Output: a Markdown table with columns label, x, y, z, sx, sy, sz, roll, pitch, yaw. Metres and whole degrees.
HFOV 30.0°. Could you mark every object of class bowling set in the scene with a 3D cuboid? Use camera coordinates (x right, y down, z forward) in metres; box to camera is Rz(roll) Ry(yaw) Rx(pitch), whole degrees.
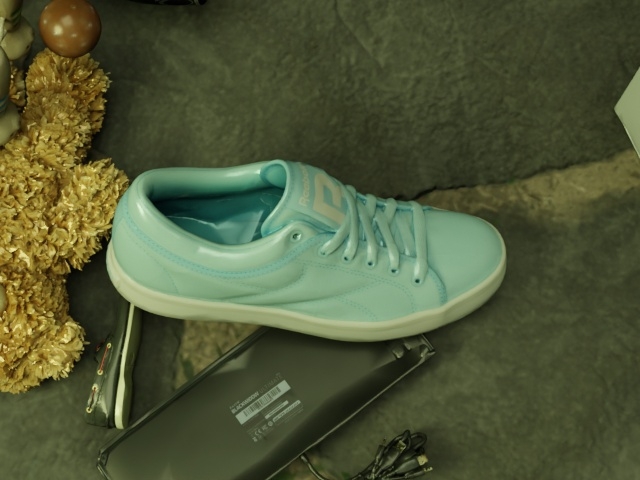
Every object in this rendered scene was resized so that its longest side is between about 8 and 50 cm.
| label | x | y | z | sx | sy | sz | roll | pitch | yaw |
| --- | --- | --- | --- | --- | --- | --- | --- | --- | --- |
| bowling set | -0.299 | -0.154 | 1.063 | 0.200 | 0.154 | 0.287 | 9 | 63 | -5 |

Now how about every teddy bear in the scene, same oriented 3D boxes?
| label | x | y | z | sx | sy | sz | roll | pitch | yaw |
| --- | --- | --- | --- | --- | --- | --- | --- | --- | --- |
| teddy bear | -0.294 | -0.032 | 1.112 | 0.245 | 0.113 | 0.338 | 18 | 78 | 8 |

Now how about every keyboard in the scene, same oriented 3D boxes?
| label | x | y | z | sx | sy | sz | roll | pitch | yaw |
| --- | --- | --- | --- | --- | --- | --- | --- | --- | --- |
| keyboard | -0.028 | 0.181 | 1.094 | 0.317 | 0.033 | 0.201 | -36 | 71 | -5 |

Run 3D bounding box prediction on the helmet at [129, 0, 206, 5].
| label | x | y | z | sx | sy | sz | roll | pitch | yaw |
| --- | --- | --- | --- | --- | --- | --- | --- | --- | --- |
| helmet | -0.174 | -0.306 | 1.144 | 0.162 | 0.169 | 0.169 | 18 | 78 | 0 |

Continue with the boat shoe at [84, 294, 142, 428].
| label | x | y | z | sx | sy | sz | roll | pitch | yaw |
| --- | --- | --- | --- | --- | --- | --- | --- | --- | --- |
| boat shoe | -0.191 | 0.107 | 1.106 | 0.042 | 0.049 | 0.133 | 5 | 75 | 8 |

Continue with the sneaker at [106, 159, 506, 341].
| label | x | y | z | sx | sy | sz | roll | pitch | yaw |
| --- | --- | --- | --- | --- | --- | --- | --- | --- | --- |
| sneaker | 0.000 | 0.000 | 1.042 | 0.366 | 0.150 | 0.135 | -1 | 59 | -12 |

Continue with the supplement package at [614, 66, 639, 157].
| label | x | y | z | sx | sy | sz | roll | pitch | yaw |
| --- | --- | --- | --- | --- | --- | --- | --- | --- | --- |
| supplement package | 0.395 | -0.062 | 1.046 | 0.145 | 0.204 | 0.261 | -23 | 78 | -3 |
